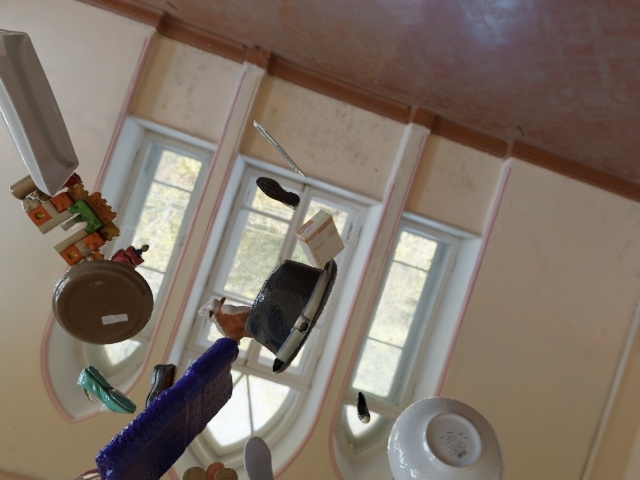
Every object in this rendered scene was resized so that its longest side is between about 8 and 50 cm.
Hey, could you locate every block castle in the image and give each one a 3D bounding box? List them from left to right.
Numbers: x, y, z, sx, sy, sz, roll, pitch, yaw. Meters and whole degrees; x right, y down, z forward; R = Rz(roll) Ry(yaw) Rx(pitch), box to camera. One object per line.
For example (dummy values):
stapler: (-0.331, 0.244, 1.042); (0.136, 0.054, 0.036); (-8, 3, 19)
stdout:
block castle: (-0.816, -0.068, 1.545); (0.453, 0.213, 0.303); (56, 169, -11)

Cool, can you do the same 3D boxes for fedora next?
fedora: (-0.092, 0.167, 1.135); (0.153, 0.333, 0.334); (29, 177, -5)

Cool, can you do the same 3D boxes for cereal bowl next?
cereal bowl: (0.373, 0.606, 1.280); (0.339, 0.339, 0.141); (18, 136, 18)

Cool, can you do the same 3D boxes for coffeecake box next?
coffeecake box: (0.000, 0.000, 1.672); (0.068, 0.142, 0.185); (30, 154, 42)

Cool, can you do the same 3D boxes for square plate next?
square plate: (-0.672, -0.301, 1.018); (0.049, 0.343, 0.347); (-15, -154, -13)

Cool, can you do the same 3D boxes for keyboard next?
keyboard: (-0.118, -0.275, 1.348); (0.072, 0.014, 0.256); (39, 178, 37)

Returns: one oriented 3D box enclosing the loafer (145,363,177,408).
loafer: (-0.422, 0.412, 1.171); (0.061, 0.169, 0.062); (-16, 152, 25)

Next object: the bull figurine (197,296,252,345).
bull figurine: (-0.219, 0.265, 1.345); (0.311, 0.188, 0.101); (3, -152, -13)

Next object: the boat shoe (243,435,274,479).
boat shoe: (-0.195, 0.771, 1.416); (0.095, 0.257, 0.084); (-6, 156, -25)

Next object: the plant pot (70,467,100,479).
plant pot: (-0.705, 0.794, 1.323); (0.202, 0.201, 0.180); (18, 149, 9)

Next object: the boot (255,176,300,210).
boot: (-0.186, -0.198, 1.930); (0.219, 0.082, 0.106); (32, 167, 9)

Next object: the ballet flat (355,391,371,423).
ballet flat: (0.187, 0.754, 1.973); (0.058, 0.049, 0.173); (-10, -157, -4)

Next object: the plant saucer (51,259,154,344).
plant saucer: (-0.640, 0.191, 1.293); (0.278, 0.277, 0.041); (20, -169, -20)

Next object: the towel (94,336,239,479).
towel: (-0.284, 0.338, 0.839); (0.076, 0.227, 0.308); (29, -139, 17)

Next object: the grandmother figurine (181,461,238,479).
grandmother figurine: (-0.291, 0.626, 1.056); (0.208, 0.103, 0.342); (20, 135, -15)

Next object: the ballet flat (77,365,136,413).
ballet flat: (-0.753, 0.546, 1.535); (0.247, 0.087, 0.083); (36, 176, 12)
